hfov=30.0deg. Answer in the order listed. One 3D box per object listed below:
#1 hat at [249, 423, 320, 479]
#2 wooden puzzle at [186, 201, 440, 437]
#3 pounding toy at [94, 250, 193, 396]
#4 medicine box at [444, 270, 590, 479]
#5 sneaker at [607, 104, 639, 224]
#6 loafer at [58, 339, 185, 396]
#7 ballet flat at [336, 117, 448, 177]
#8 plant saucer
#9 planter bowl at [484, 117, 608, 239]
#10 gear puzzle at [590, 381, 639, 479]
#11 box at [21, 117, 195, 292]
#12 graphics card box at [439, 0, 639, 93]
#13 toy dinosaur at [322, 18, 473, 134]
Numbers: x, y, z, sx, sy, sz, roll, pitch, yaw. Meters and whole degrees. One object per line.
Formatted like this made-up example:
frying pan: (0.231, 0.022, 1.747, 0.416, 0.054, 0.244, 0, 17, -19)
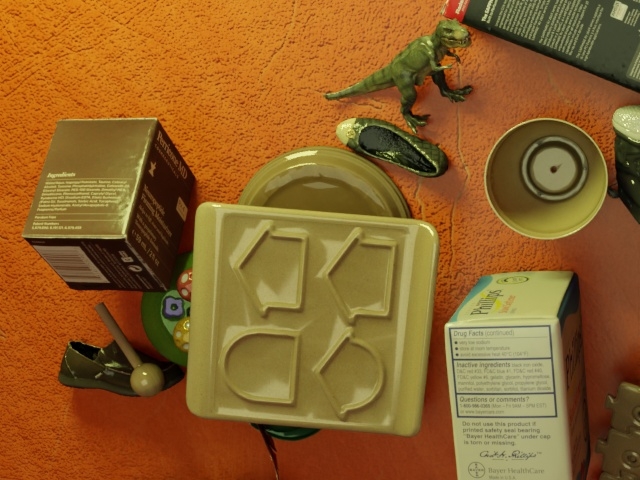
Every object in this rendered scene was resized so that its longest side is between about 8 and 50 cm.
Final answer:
hat: (-0.076, 0.252, 1.778, 0.208, 0.183, 0.173, 37, 110, 7)
wooden puzzle: (-0.014, 0.110, 1.719, 0.348, 0.080, 0.322, 6, 104, 5)
pounding toy: (-0.212, 0.118, 1.795, 0.237, 0.110, 0.183, -29, 87, 1)
medicine box: (0.274, 0.210, 1.615, 0.149, 0.263, 0.289, -2, 101, 17)
sneaker: (0.495, -0.078, 1.552, 0.268, 0.101, 0.153, 23, 118, 38)
loafer: (-0.322, 0.197, 1.900, 0.220, 0.080, 0.078, 1, 102, 18)
ballet flat: (0.102, -0.136, 1.711, 0.173, 0.049, 0.057, 20, 106, 13)
plant saucer: (0.000, 0.000, 1.763, 0.278, 0.041, 0.278, 3, 103, 11)
planter bowl: (0.312, -0.090, 1.622, 0.162, 0.109, 0.162, 4, 102, 17)
gear puzzle: (0.473, 0.263, 1.628, 0.175, 0.044, 0.339, 18, 125, 23)
box: (-0.304, -0.050, 1.750, 0.167, 0.168, 0.203, 1, 61, 18)
graphics card box: (0.372, -0.337, 1.560, 0.371, 0.094, 0.232, 23, 107, 13)
toy dinosaur: (0.134, -0.221, 1.669, 0.268, 0.064, 0.118, -26, 116, 43)
